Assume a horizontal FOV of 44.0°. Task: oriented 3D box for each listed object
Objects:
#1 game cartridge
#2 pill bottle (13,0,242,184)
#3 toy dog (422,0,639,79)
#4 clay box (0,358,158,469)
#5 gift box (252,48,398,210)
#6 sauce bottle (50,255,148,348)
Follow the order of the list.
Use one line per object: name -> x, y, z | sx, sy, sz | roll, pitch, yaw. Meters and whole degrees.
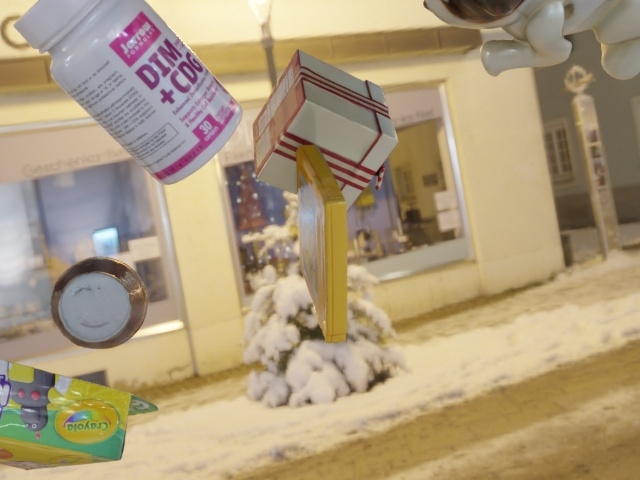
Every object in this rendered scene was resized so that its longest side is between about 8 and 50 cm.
game cartridge -> 0.000, 0.000, 1.498 | 0.053, 0.285, 0.323 | -4, 24, -6
pill bottle -> -0.252, -0.223, 1.054 | 0.160, 0.283, 0.160 | -34, 27, 20
toy dog -> 0.330, -0.400, 1.136 | 0.408, 0.284, 0.395 | -8, -14, -24
clay box -> -0.232, 0.116, 0.532 | 0.127, 0.053, 0.222 | -17, -33, 39
gift box -> 0.006, -0.222, 1.734 | 0.258, 0.255, 0.276 | 20, -50, -22
sauce bottle -> -0.260, 0.074, 0.933 | 0.111, 0.111, 0.344 | -11, 1, -13
